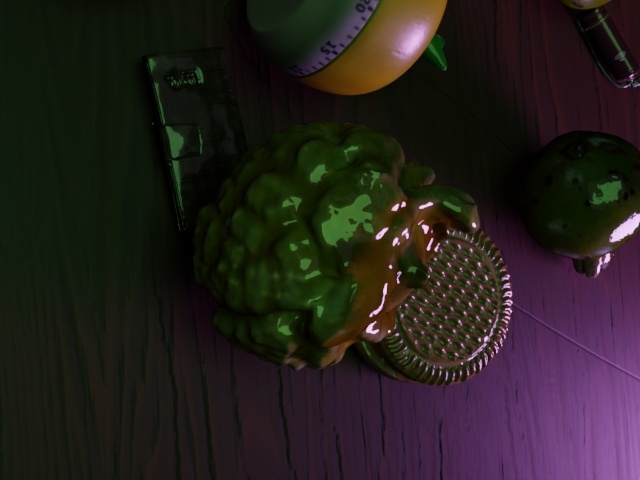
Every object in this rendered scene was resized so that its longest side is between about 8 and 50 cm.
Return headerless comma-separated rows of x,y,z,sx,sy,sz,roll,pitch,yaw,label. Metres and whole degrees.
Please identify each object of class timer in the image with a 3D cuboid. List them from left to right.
0.070,-0.302,1.189,0.285,0.285,0.285,2,85,-26,timer

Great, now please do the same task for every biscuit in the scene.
0.153,0.082,1.293,0.259,0.079,0.259,2,86,-27,biscuit

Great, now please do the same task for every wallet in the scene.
-0.151,-0.131,1.180,0.124,0.042,0.230,-13,94,-33,wallet

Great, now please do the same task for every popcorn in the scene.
0.004,-0.008,1.108,0.279,0.274,0.336,35,74,-33,popcorn

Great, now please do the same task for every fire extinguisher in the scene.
0.480,-0.313,1.508,0.064,0.043,0.158,-33,102,6,fire extinguisher

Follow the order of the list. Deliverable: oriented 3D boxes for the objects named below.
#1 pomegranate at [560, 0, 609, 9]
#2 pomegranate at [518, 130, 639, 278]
0.381,-0.434,1.429,0.220,0.156,0.156,-9,90,5,pomegranate
0.401,-0.049,1.384,0.202,0.202,0.248,-43,135,-23,pomegranate
